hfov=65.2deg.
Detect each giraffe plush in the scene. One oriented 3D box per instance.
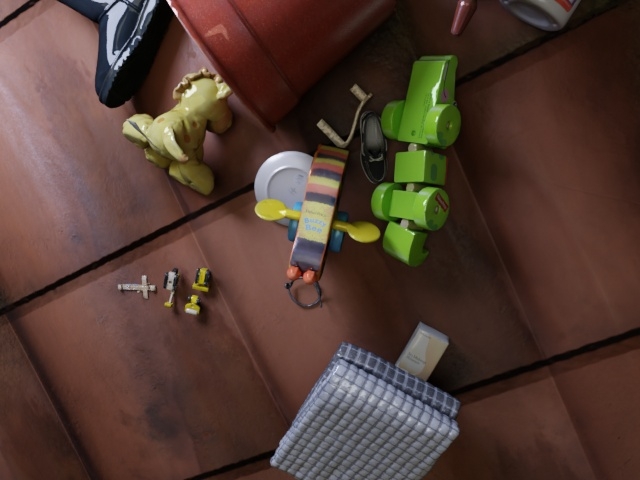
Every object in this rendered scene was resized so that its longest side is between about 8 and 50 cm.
[{"bbox_3d":[-0.224,-0.207,0.860,0.181,0.210,0.170,34,76,8],"label":"giraffe plush"}]

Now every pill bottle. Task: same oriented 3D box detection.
[{"bbox_3d":[0.354,-0.414,0.713,0.108,0.108,0.193,32,104,5],"label":"pill bottle"}]

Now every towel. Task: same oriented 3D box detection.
[{"bbox_3d":[0.076,0.333,0.882,0.235,0.121,0.284,28,120,-2],"label":"towel"}]

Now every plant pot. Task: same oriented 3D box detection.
[{"bbox_3d":[-0.048,-0.350,0.747,0.265,0.272,0.272,-35,91,8],"label":"plant pot"}]

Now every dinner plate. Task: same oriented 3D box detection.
[{"bbox_3d":[-0.049,-0.087,0.889,0.141,0.017,0.141,2,113,4],"label":"dinner plate"}]

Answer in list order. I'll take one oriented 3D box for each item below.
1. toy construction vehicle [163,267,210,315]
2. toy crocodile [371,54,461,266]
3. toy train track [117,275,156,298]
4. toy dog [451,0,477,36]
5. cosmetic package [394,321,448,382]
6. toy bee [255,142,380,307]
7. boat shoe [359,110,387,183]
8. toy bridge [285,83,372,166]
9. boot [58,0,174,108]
[{"bbox_3d":[-0.260,0.092,0.979,0.085,0.035,0.098,11,105,-1],"label":"toy construction vehicle"},{"bbox_3d":[0.164,-0.125,0.811,0.115,0.105,0.341,14,99,46],"label":"toy crocodile"},{"bbox_3d":[-0.373,0.095,1.010,0.083,0.014,0.048,0,100,13],"label":"toy train track"},{"bbox_3d":[0.154,-0.408,0.670,0.161,0.220,0.334,-53,53,31],"label":"toy dog"},{"bbox_3d":[0.176,0.211,0.897,0.060,0.041,0.115,26,104,6],"label":"cosmetic package"},{"bbox_3d":[0.000,0.000,0.817,0.195,0.162,0.298,-7,107,11],"label":"toy bee"},{"bbox_3d":[0.091,-0.155,0.844,0.046,0.038,0.125,-6,108,-2],"label":"boat shoe"},{"bbox_3d":[0.021,-0.184,0.868,0.188,0.026,0.063,-44,91,16],"label":"toy bridge"},{"bbox_3d":[-0.393,-0.388,0.885,0.207,0.094,0.246,30,99,2],"label":"boot"}]
